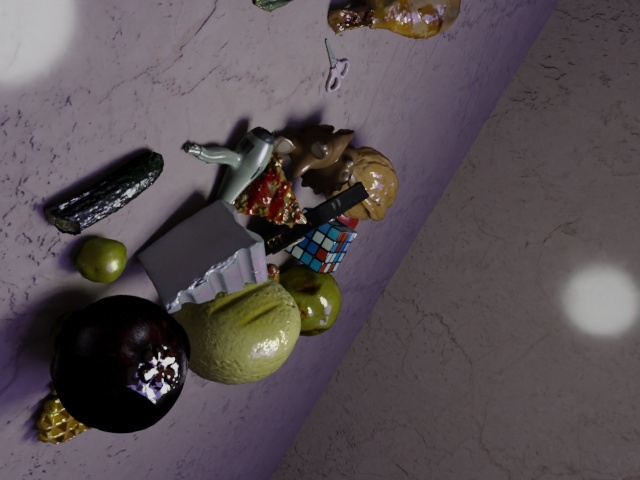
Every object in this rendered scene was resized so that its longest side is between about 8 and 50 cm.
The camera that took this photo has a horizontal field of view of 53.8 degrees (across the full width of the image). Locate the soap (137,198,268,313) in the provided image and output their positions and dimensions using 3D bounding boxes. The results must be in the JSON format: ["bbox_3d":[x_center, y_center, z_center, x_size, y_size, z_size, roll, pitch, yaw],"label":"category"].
[{"bbox_3d":[-0.261,0.066,1.451,0.257,0.159,0.302,-38,164,-14],"label":"soap"}]

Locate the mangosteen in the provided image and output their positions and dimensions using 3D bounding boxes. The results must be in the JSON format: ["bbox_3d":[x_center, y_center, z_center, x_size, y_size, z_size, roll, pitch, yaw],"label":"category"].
[{"bbox_3d":[-0.406,0.246,1.234,0.287,0.233,0.288,-6,137,-5],"label":"mangosteen"}]

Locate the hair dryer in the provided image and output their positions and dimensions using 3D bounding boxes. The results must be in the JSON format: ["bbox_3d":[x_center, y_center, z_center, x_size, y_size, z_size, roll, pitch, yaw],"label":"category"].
[{"bbox_3d":[-0.216,-0.142,1.393,0.224,0.088,0.219,-21,146,-39],"label":"hair dryer"}]

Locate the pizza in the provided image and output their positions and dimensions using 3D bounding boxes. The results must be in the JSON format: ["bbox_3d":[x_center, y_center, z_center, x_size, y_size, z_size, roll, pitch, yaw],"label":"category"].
[{"bbox_3d":[-0.112,-0.098,1.502,0.188,0.198,0.062,-56,-173,2],"label":"pizza"}]

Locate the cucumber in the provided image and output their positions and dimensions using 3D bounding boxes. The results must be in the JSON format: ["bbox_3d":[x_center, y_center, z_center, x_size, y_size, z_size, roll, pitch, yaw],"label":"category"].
[{"bbox_3d":[-0.363,-0.088,1.116,0.245,0.067,0.067,-40,155,-35],"label":"cucumber"}]

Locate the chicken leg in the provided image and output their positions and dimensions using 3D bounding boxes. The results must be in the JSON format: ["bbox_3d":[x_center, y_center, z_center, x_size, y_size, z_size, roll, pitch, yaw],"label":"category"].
[{"bbox_3d":[0.184,-0.612,1.516,0.409,0.182,0.295,-24,137,-30],"label":"chicken leg"}]

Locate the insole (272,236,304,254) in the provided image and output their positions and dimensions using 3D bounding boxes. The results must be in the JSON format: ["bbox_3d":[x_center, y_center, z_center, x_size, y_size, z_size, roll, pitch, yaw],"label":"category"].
[{"bbox_3d":[-0.092,0.015,1.804,0.081,0.011,0.248,-30,-177,-14],"label":"insole"}]

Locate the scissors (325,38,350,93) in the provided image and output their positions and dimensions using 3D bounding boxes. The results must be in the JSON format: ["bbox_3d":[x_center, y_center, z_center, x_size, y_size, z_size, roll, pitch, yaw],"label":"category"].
[{"bbox_3d":[0.033,-0.445,1.578,0.100,0.015,0.189,-55,159,-8],"label":"scissors"}]

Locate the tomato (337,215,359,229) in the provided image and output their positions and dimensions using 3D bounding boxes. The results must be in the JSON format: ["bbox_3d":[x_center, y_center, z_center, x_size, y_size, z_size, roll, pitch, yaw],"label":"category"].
[{"bbox_3d":[0.093,-0.078,2.191,0.166,0.082,0.174,-43,154,-36],"label":"tomato"}]

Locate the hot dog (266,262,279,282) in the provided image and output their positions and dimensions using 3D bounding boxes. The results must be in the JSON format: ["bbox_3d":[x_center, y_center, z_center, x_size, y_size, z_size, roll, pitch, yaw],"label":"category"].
[{"bbox_3d":[-0.194,0.156,1.846,0.213,0.103,0.146,-59,161,10],"label":"hot dog"}]

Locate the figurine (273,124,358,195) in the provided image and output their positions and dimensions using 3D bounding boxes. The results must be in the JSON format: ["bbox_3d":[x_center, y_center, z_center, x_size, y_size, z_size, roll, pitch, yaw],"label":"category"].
[{"bbox_3d":[-0.002,-0.199,1.636,0.247,0.177,0.173,-44,142,-62],"label":"figurine"}]

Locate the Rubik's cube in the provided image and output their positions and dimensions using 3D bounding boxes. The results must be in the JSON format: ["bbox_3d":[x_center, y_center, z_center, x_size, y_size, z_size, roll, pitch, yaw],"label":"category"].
[{"bbox_3d":[0.000,0.000,1.992,0.154,0.151,0.155,-59,160,11],"label":"Rubik's cube"}]

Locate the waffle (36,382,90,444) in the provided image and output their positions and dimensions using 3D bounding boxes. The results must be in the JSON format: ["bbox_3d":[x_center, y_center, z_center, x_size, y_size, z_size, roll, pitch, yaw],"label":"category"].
[{"bbox_3d":[-0.528,0.344,1.417,0.229,0.057,0.219,-19,138,-59],"label":"waffle"}]

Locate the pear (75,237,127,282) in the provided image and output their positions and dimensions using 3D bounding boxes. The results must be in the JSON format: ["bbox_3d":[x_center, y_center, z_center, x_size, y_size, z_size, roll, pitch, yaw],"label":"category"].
[{"bbox_3d":[-0.405,0.036,1.183,0.097,0.092,0.092,-43,157,-31],"label":"pear"}]

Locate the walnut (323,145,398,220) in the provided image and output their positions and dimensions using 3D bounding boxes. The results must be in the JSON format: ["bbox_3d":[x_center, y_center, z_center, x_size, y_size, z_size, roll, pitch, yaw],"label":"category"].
[{"bbox_3d":[0.118,-0.171,1.906,0.224,0.257,0.257,-27,166,15],"label":"walnut"}]

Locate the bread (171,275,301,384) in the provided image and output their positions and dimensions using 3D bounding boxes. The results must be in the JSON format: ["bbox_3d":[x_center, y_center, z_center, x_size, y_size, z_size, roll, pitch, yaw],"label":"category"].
[{"bbox_3d":[-0.207,0.209,1.579,0.320,0.320,0.237,-35,166,-46],"label":"bread"}]

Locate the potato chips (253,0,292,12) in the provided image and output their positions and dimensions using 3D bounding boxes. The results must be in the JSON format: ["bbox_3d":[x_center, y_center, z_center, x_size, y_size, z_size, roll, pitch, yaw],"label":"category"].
[{"bbox_3d":[-0.060,-0.509,1.233,0.207,0.028,0.092,-41,157,-33],"label":"potato chips"}]

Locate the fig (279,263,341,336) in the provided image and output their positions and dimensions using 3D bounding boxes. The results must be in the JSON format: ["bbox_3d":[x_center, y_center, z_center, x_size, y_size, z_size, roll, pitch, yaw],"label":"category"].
[{"bbox_3d":[-0.045,0.184,2.062,0.271,0.239,0.240,-71,-175,-67],"label":"fig"}]

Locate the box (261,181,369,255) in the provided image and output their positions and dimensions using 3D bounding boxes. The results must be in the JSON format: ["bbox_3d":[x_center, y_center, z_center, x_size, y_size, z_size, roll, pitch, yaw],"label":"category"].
[{"bbox_3d":[-0.044,-0.045,1.689,0.350,0.058,0.211,-27,-176,42],"label":"box"}]
